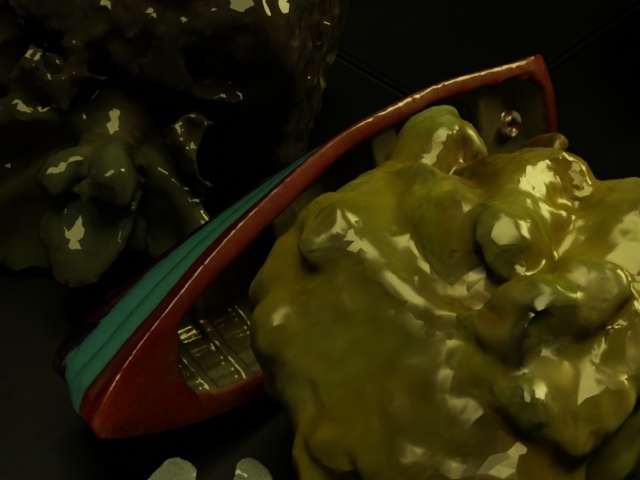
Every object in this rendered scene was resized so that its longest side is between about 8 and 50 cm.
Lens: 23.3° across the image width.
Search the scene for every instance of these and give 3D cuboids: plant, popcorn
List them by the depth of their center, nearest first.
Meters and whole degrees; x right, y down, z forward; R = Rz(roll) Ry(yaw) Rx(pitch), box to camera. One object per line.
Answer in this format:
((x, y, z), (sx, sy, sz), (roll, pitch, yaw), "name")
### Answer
((0.083, 0.050, 0.837), (0.233, 0.192, 0.266), (-3, 59, 16), "popcorn")
((-0.110, -0.114, 0.987), (0.215, 0.213, 0.312), (17, 55, 13), "plant")

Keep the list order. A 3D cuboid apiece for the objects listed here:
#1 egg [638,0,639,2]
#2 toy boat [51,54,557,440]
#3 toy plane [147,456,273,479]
((0.366, -0.216, 1.077), (0.322, 0.250, 0.250), (18, 45, 12), "egg")
((0.000, 0.000, 0.930), (0.392, 0.136, 0.079), (-33, 35, -31), "toy boat")
((-0.033, 0.219, 0.717), (0.212, 0.088, 0.267), (-33, 53, -31), "toy plane")
